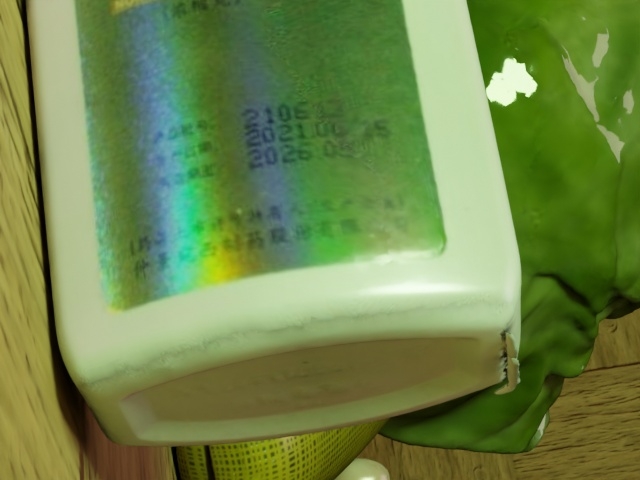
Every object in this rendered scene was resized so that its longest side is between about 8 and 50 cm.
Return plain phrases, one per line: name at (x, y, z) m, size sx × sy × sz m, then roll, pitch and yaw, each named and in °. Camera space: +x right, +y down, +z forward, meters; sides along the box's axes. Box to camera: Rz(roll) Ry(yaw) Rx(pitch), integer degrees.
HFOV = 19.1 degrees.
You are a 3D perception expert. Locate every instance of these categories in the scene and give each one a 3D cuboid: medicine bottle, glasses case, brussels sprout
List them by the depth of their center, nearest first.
medicine bottle at (-0.019, -0.058, 0.512) m, size 0.078 × 0.115 × 0.219 m, roll 75°, pitch 5°, yaw -64°
glasses case at (0.001, 0.047, 0.771) m, size 0.234 × 0.064 × 0.079 m, roll -41°, pitch 125°, yaw -65°
brussels sprout at (0.102, -0.067, 1.342) m, size 0.342 × 0.425 × 0.361 m, roll 34°, pitch 5°, yaw 27°

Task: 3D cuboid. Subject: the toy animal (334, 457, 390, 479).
toy animal at (0.049, 0.193, 0.925) m, size 0.197 × 0.171 × 0.171 m, roll 28°, pitch 50°, yaw -65°
